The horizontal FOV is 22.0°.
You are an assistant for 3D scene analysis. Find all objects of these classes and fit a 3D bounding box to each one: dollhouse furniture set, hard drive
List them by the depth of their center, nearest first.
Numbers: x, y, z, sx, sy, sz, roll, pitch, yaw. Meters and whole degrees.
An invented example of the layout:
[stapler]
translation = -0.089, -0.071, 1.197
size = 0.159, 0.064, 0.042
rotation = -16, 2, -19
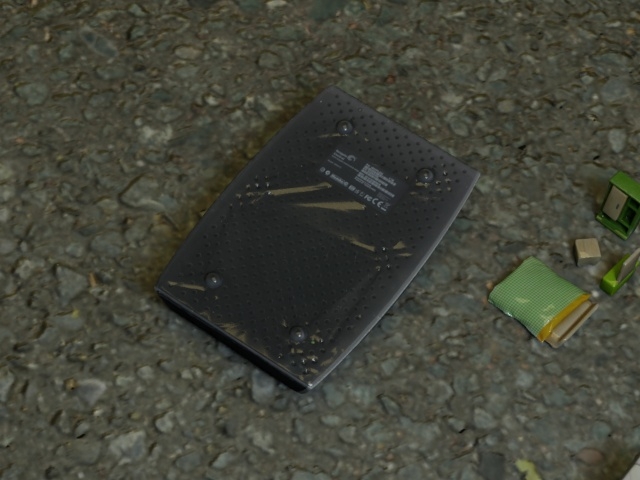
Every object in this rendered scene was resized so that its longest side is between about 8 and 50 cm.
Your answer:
[hard drive]
translation = 0.000, 0.000, 1.358
size = 0.172, 0.054, 0.254
rotation = 32, 61, 14
[dollhouse furniture set]
translation = 0.216, 0.014, 1.367
size = 0.076, 0.058, 0.152
rotation = 39, 63, 18

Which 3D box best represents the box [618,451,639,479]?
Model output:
[box]
translation = 0.353, 0.275, 1.216
size = 0.324, 0.063, 0.067
rotation = 36, 64, 16
